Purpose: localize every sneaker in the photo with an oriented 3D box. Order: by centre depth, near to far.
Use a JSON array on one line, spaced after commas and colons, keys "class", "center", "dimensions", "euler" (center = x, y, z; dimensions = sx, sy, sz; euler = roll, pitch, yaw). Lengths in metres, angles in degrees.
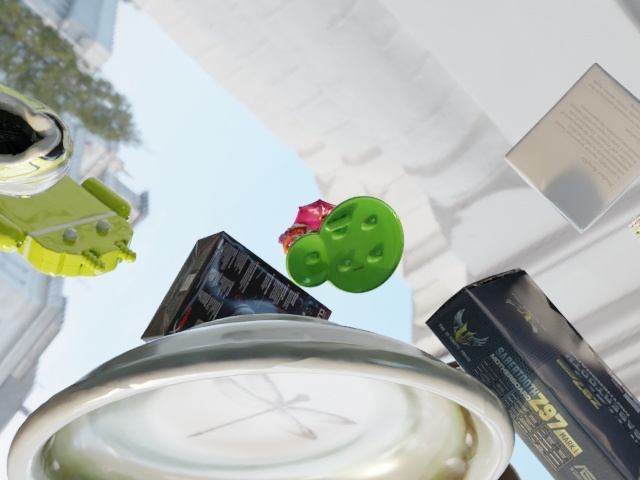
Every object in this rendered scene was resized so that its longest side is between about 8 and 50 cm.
[{"class": "sneaker", "center": [-0.448, -0.147, 0.964], "dimensions": [0.147, 0.385, 0.145], "euler": [-18, -113, 63]}]

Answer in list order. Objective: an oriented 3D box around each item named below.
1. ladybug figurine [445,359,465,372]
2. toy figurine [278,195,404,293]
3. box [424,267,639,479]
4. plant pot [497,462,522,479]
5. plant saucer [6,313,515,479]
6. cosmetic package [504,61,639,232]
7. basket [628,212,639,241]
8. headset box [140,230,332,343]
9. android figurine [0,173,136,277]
[{"class": "ladybug figurine", "center": [0.329, 0.330, 1.907], "dimensions": [0.449, 0.161, 0.305], "euler": [-19, 176, 16]}, {"class": "toy figurine", "center": [0.000, 0.000, 1.242], "dimensions": [0.173, 0.130, 0.159], "euler": [-19, -163, -23]}, {"class": "box", "center": [0.222, 0.136, 0.873], "dimensions": [0.059, 0.232, 0.183], "euler": [-47, 162, 24]}, {"class": "plant pot", "center": [0.204, 0.516, 1.565], "dimensions": [0.257, 0.274, 0.256], "euler": [1, -146, -1]}, {"class": "plant saucer", "center": [-0.047, 0.156, 0.761], "dimensions": [0.400, 0.400, 0.100], "euler": [-32, -134, 31]}, {"class": "cosmetic package", "center": [0.385, -0.126, 1.310], "dimensions": [0.183, 0.151, 0.151], "euler": [-46, 167, 11]}, {"class": "basket", "center": [0.610, -0.045, 1.509], "dimensions": [0.167, 0.103, 0.113], "euler": [-34, 165, -16]}, {"class": "headset box", "center": [-0.132, 0.157, 1.615], "dimensions": [0.110, 0.293, 0.218], "euler": [-15, -137, 56]}, {"class": "android figurine", "center": [-0.392, -0.031, 1.361], "dimensions": [0.248, 0.273, 0.056], "euler": [-19, 136, -52]}]
